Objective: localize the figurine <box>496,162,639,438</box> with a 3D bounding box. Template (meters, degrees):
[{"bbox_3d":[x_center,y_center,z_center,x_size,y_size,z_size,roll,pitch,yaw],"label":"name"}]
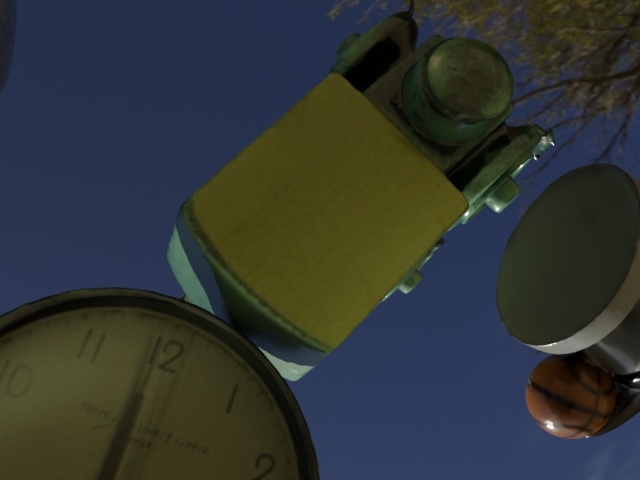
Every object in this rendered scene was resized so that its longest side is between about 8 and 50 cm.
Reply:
[{"bbox_3d":[0.234,0.065,0.577,0.236,0.133,0.176,24,-76,-22],"label":"figurine"}]

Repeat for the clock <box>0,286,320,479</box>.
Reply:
[{"bbox_3d":[-0.108,0.134,0.471,0.226,0.049,0.225,5,-111,-14],"label":"clock"}]

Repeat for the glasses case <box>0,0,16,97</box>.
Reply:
[{"bbox_3d":[-0.246,-0.255,0.560,0.098,0.425,0.156,2,-135,-12],"label":"glasses case"}]

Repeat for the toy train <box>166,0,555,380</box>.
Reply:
[{"bbox_3d":[0.000,0.000,0.677,0.160,0.397,0.253,44,-113,3],"label":"toy train"}]
